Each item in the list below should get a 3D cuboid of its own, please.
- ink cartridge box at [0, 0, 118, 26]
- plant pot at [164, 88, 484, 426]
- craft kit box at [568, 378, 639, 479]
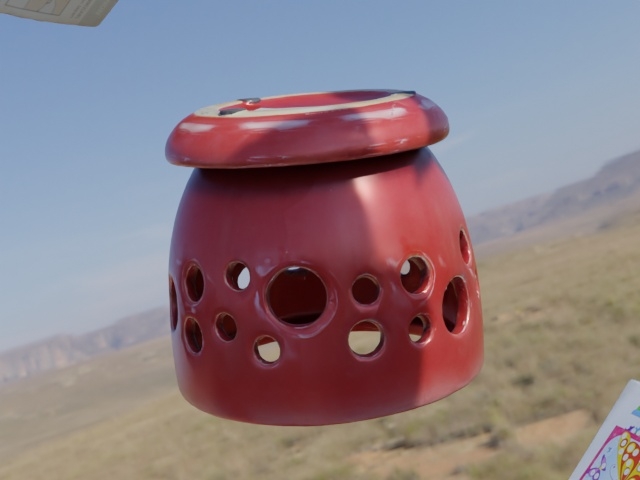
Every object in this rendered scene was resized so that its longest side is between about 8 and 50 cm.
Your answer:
[{"bbox_3d":[-0.295,-0.364,1.138,0.385,0.091,0.308,0,-39,-52],"label":"ink cartridge box"},{"bbox_3d":[0.000,0.000,0.722,0.191,0.174,0.191,-4,10,1],"label":"plant pot"},{"bbox_3d":[0.143,0.219,0.434,0.246,0.250,0.061,-57,23,-11],"label":"craft kit box"}]
